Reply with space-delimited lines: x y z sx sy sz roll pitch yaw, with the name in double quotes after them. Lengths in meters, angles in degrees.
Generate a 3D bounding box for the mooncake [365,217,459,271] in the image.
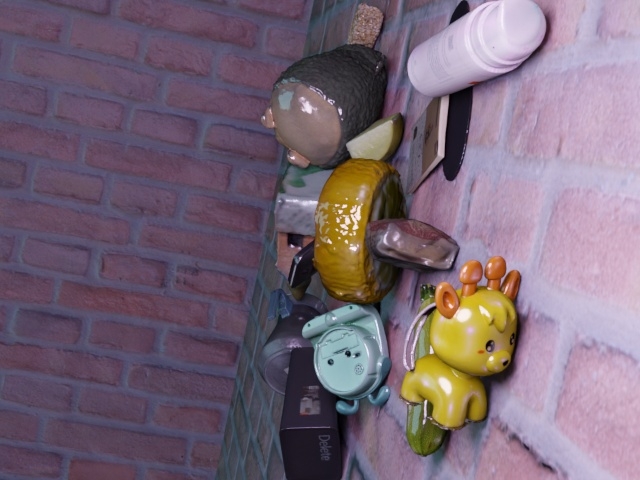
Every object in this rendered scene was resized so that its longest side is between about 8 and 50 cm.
0.138 0.004 1.399 0.125 0.130 0.073 170 114 -76 "mooncake"

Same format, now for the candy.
0.072 -0.017 1.562 0.260 0.118 0.259 4 -90 -69 "candy"

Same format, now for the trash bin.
-0.013 0.346 1.818 0.225 0.115 0.165 -86 -7 -52 "trash bin"

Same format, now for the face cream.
0.225 -0.280 1.309 0.345 0.102 0.102 -172 92 -77 "face cream"

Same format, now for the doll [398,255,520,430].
0.180 0.120 1.112 0.135 0.143 0.220 37 125 47 "doll"

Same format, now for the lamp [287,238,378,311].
0.036 0.147 1.791 0.283 0.125 0.203 59 154 24 "lamp"

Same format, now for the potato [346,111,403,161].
0.141 -0.207 1.821 0.120 0.081 0.149 -22 12 36 "potato"

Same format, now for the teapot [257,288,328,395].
-0.060 0.223 2.067 0.203 0.171 0.225 56 -160 -27 "teapot"

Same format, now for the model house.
0.000 0.000 1.989 0.267 0.194 0.324 -79 -4 -60 "model house"

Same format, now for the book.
0.188 -0.175 1.586 0.198 0.016 0.138 122 156 -71 "book"

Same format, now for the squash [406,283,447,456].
0.161 0.180 1.275 0.066 0.066 0.252 128 150 -67 "squash"

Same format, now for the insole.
0.230 -0.258 1.510 0.119 0.009 0.348 124 155 -60 "insole"

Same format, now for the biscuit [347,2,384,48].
0.105 -0.510 2.233 0.168 0.070 0.082 114 170 -57 "biscuit"

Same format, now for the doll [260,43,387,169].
0.018 -0.305 1.967 0.349 0.247 0.247 -53 -10 -43 "doll"

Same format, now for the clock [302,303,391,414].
0.054 0.213 1.610 0.148 0.060 0.188 -28 71 30 "clock"
